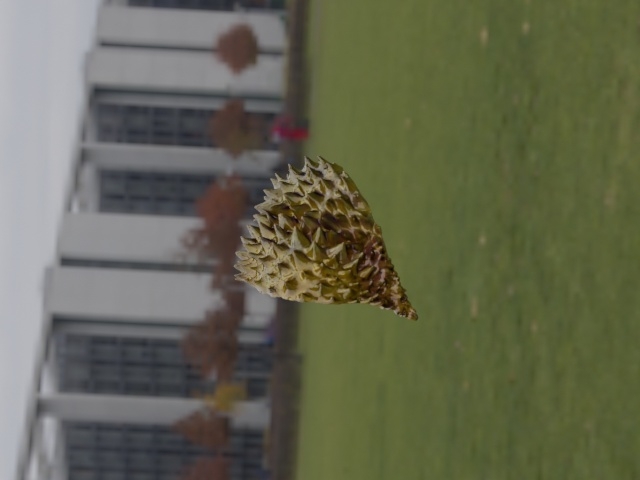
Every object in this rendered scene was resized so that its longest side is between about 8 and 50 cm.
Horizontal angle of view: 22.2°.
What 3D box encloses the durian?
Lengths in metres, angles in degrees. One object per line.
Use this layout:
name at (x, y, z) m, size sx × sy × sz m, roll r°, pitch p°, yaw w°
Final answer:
durian at (-0.011, -0.009, 1.849) m, size 0.260 × 0.154 × 0.186 m, roll -9°, pitch 71°, yaw 61°
